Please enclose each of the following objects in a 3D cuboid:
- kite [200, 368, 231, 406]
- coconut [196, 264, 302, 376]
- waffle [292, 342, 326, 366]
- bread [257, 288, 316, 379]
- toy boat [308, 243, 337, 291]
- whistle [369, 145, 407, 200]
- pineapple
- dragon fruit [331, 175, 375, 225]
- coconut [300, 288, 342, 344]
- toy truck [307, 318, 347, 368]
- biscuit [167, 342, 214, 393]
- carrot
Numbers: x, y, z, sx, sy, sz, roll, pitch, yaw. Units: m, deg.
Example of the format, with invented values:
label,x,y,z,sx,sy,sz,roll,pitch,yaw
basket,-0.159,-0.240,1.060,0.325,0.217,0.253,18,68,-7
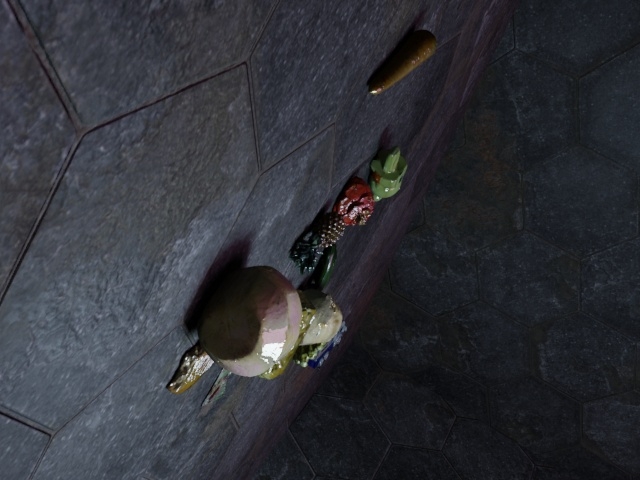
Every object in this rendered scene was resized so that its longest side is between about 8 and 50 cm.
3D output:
label,x,y,z,sx,sy,sz,roll,pitch,yaw
kite,-0.260,0.380,1.890,0.250,0.012,0.229,-50,166,-45
coconut,-0.140,0.169,1.422,0.237,0.197,0.237,-54,162,-27
waffle,-0.042,0.327,2.298,0.208,0.054,0.214,-47,-151,-11
bread,-0.117,0.278,1.942,0.267,0.130,0.152,-63,177,11
toy boat,0.014,0.098,2.222,0.104,0.052,0.210,-70,-178,-58
whistle,0.215,-0.221,2.141,0.131,0.106,0.288,-53,168,-17
pineapple,-0.001,0.000,1.850,0.221,0.083,0.103,-48,163,-34
dragon fruit,0.099,-0.099,1.972,0.162,0.106,0.083,-60,167,17
coconut,-0.021,0.245,2.148,0.194,0.194,0.194,-55,167,-19
toy truck,0.005,0.391,2.730,0.268,0.124,0.155,-40,152,-55
biscuit,-0.258,0.248,1.524,0.228,0.031,0.176,-58,169,-5
carrot,0.190,-0.431,1.659,0.298,0.078,0.078,-46,163,-30
